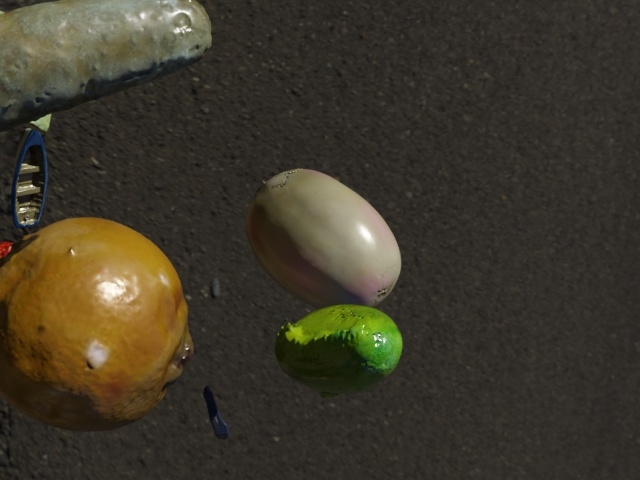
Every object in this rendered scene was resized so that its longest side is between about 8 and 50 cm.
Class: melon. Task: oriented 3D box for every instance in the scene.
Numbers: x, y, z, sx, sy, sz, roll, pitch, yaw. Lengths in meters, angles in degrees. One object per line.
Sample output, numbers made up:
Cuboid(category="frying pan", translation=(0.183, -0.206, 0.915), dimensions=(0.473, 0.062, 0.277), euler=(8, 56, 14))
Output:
Cuboid(category="melon", translation=(0.000, 0.000, 1.460), dimensions=(0.223, 0.317, 0.223), euler=(-39, 155, -22))

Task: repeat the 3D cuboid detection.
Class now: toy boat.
Cuboid(category="toy boat", translation=(-0.607, -0.133, 1.652), dimensions=(0.080, 0.046, 0.229), euler=(-17, 130, -45))

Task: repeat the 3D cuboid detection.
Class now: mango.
Cuboid(category="mango", translation=(0.024, 0.124, 0.886), dimensions=(0.119, 0.178, 0.100), euler=(-18, 92, -31))

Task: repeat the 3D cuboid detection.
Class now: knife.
Cuboid(category="knife", translation=(-0.222, 0.365, 1.687), dimensions=(0.031, 0.018, 0.121), euler=(-18, 100, -6))

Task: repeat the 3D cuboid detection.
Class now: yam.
Cuboid(category="yam", translation=(-0.287, -0.217, 0.934), dimensions=(0.330, 0.133, 0.133), euler=(-19, 115, -19))

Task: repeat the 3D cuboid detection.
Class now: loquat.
Cuboid(category="loquat", translation=(-0.353, 0.127, 1.212), dimensions=(0.328, 0.328, 0.328), euler=(-11, 110, -33))

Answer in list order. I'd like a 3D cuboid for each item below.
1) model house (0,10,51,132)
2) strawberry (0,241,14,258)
Cuboid(category="model house", translation=(-0.587, -0.327, 1.438), dimensions=(0.189, 0.214, 0.195), euler=(-68, 156, -8))
Cuboid(category="strawberry", translation=(-0.618, 0.144, 1.562), dimensions=(0.288, 0.250, 0.238), euler=(37, 125, -10))
